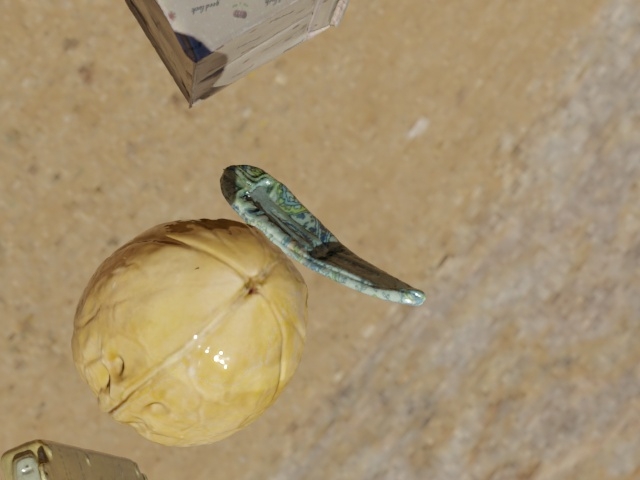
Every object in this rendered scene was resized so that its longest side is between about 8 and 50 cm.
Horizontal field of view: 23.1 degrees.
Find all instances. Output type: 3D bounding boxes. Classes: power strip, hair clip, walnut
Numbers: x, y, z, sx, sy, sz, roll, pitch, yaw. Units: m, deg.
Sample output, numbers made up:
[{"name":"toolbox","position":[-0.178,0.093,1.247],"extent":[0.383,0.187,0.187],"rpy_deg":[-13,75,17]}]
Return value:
[{"name":"power strip","position":[-0.189,0.203,1.259],"extent":[0.044,0.064,0.305],"rpy_deg":[-22,166,4]},{"name":"hair clip","position":[-0.001,0.002,1.415],"extent":[0.066,0.229,0.036],"rpy_deg":[-26,144,-49]},{"name":"walnut","position":[-0.097,0.069,1.163],"extent":[0.165,0.165,0.197],"rpy_deg":[-36,-175,-35]}]

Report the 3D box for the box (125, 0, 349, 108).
[{"name":"box","position":[-0.125,-0.314,1.561],"extent":[0.190,0.297,0.225],"rpy_deg":[-33,177,-8]}]
